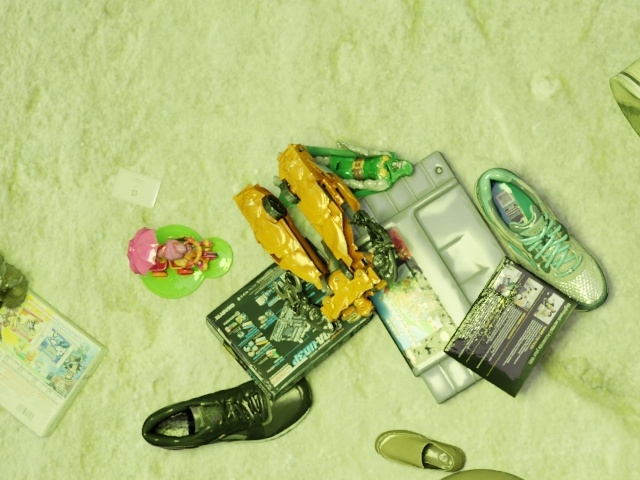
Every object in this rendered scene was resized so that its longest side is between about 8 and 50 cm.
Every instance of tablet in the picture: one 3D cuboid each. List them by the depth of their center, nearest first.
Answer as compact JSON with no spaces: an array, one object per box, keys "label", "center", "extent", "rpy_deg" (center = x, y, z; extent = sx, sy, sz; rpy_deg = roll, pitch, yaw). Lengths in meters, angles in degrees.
[{"label":"tablet","center":[-0.325,-0.092,1.951],"extent":[0.083,0.006,0.054],"rpy_deg":[17,87,14]}]

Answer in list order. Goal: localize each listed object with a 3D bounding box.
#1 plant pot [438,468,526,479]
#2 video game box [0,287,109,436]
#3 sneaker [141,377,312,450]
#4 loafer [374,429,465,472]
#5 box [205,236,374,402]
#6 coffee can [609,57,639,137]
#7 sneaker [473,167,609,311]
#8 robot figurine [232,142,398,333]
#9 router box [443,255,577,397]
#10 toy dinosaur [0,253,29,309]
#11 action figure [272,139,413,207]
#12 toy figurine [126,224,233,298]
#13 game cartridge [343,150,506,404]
[{"label":"plant pot","center":[0.240,0.493,1.660],"extent":[0.284,0.191,0.284],"rpy_deg":[-2,82,12]},{"label":"video game box","center":[-0.503,0.207,1.931],"extent":[0.205,0.048,0.187],"rpy_deg":[35,93,14]},{"label":"sneaker","center":[-0.153,0.290,1.804],"extent":[0.283,0.124,0.107],"rpy_deg":[-18,80,9]},{"label":"loafer","center":[0.157,0.336,1.769],"extent":[0.148,0.050,0.056],"rpy_deg":[7,84,13]},{"label":"box","center":[-0.050,0.126,1.805],"extent":[0.220,0.051,0.175],"rpy_deg":[-39,76,-16]},{"label":"coffee can","center":[0.608,-0.248,1.667],"extent":[0.275,0.201,0.201],"rpy_deg":[-36,77,6]},{"label":"sneaker","center":[0.338,0.000,1.735],"extent":[0.110,0.122,0.283],"rpy_deg":[-43,77,4]},{"label":"robot figurine","center":[0.000,0.000,1.753],"extent":[0.211,0.085,0.291],"rpy_deg":[-41,78,23]},{"label":"router box","center":[0.292,0.134,1.712],"extent":[0.133,0.046,0.179],"rpy_deg":[34,96,7]},{"label":"toy dinosaur","center":[-0.604,0.068,1.939],"extent":[0.160,0.121,0.313],"rpy_deg":[-44,40,-6]},{"label":"action figure","center":[0.040,-0.115,1.819],"extent":[0.232,0.063,0.137],"rpy_deg":[-2,61,18]},{"label":"toy figurine","center":[-0.249,0.026,1.841],"extent":[0.173,0.159,0.130],"rpy_deg":[-4,82,11]},{"label":"game cartridge","center":[0.189,0.060,1.795],"extent":[0.230,0.068,0.355],"rpy_deg":[-32,78,3]}]
